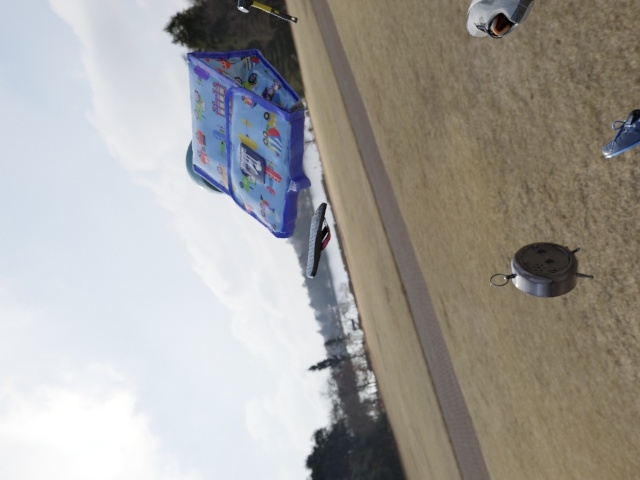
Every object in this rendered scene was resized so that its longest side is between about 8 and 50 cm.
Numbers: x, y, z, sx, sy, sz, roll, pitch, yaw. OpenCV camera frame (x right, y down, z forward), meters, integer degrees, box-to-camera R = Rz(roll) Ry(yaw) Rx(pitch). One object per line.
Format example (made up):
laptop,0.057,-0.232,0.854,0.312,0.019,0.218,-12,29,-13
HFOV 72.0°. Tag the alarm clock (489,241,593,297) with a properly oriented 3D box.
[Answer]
alarm clock,0.460,0.063,0.945,0.129,0.191,0.064,-97,-13,-54

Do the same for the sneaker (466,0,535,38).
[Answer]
sneaker,0.415,-0.533,1.052,0.271,0.100,0.108,-116,46,-80

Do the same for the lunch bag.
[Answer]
lunch bag,-0.100,-0.158,0.734,0.293,0.138,0.221,45,140,37

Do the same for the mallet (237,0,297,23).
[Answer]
mallet,-0.160,-0.728,1.371,0.039,0.189,0.063,-143,60,-68

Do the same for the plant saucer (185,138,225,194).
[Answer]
plant saucer,-0.285,-0.269,1.464,0.044,0.317,0.318,57,168,36

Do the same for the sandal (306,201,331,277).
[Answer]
sandal,0.000,0.000,1.041,0.067,0.040,0.180,172,106,-73

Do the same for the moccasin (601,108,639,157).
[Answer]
moccasin,1.151,-0.423,1.566,0.117,0.137,0.342,56,150,9
